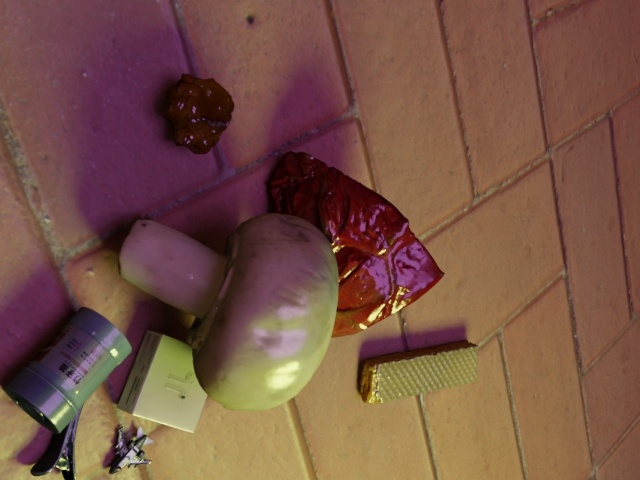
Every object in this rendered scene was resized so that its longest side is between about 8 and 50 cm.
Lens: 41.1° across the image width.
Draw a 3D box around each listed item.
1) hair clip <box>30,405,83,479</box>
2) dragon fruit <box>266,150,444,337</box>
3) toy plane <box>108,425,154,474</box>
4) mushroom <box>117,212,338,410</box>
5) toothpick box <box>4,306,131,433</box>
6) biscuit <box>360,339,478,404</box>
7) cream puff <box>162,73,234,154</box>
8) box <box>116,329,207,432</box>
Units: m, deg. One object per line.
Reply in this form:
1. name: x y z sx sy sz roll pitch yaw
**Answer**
1. hair clip: -0.352 0.243 1.266 0.070 0.039 0.229 32 72 -42
2. dragon fruit: 0.000 0.000 1.525 0.302 0.240 0.330 -31 97 -7
3. toy plane: -0.299 0.333 1.338 0.078 0.031 0.083 53 57 -18
4. mushroom: -0.143 0.087 1.294 0.336 0.314 0.314 25 75 -4
5. toothpick box: -0.355 0.182 1.209 0.153 0.101 0.101 -52 128 -29
6. biscuit: 0.222 0.280 1.836 0.378 0.054 0.094 -1 97 -45
7. cream puff: -0.192 -0.196 1.328 0.116 0.094 0.122 -31 94 -42
8. box: -0.240 0.225 1.365 0.129 0.051 0.130 31 75 -43
